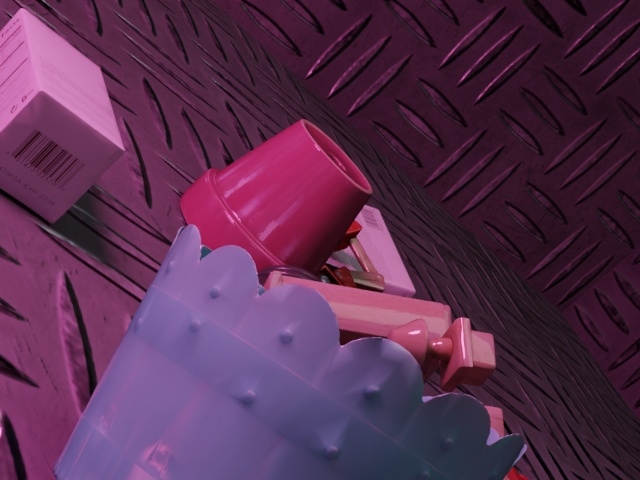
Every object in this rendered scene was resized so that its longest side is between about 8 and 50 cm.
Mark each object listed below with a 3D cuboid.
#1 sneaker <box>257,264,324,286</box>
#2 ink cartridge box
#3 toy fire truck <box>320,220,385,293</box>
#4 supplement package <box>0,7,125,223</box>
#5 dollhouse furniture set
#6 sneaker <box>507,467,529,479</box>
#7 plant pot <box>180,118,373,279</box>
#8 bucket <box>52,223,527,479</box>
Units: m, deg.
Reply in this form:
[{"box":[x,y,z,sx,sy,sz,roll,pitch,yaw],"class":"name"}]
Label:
[{"box":[0.023,0.130,1.345,0.296,0.104,0.147,40,18,-9],"class":"sneaker"},{"box":[0.000,0.000,1.808,0.239,0.060,0.275,17,23,-18],"class":"ink cartridge box"},{"box":[0.042,0.058,1.635,0.192,0.047,0.135,49,44,12],"class":"toy fire truck"},{"box":[-0.269,-0.121,1.158,0.105,0.105,0.179,37,16,-34],"class":"supplement package"},{"box":[0.014,0.224,1.022,0.173,0.303,0.356,11,54,-14],"class":"dollhouse furniture set"},{"box":[0.211,0.297,1.565,0.221,0.087,0.128,61,5,6],"class":"sneaker"},{"box":[-0.042,-0.044,1.508,0.201,0.180,0.201,43,12,-12],"class":"plant pot"},{"box":[-0.026,0.137,0.804,0.281,0.183,0.281,33,-6,4],"class":"bucket"}]
